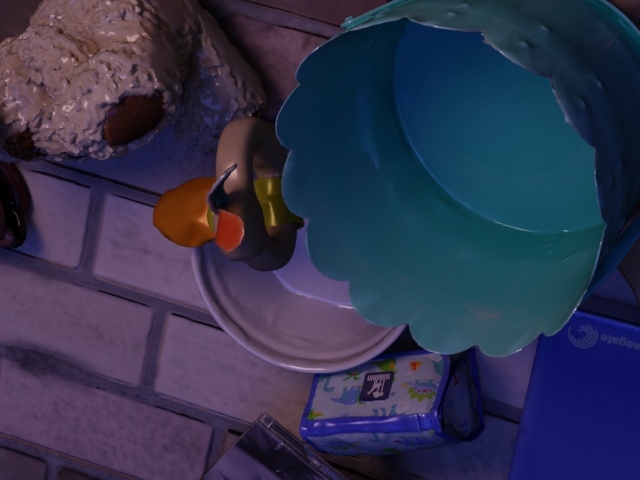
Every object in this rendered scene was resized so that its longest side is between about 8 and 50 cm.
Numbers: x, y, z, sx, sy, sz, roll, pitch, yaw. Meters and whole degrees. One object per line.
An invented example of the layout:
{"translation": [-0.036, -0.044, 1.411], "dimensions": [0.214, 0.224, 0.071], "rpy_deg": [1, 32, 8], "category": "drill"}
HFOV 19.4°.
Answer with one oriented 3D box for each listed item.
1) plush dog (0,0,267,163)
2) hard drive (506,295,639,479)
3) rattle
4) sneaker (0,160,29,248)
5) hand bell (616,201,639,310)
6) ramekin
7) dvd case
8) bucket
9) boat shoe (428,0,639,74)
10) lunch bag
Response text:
{"translation": [-0.207, -0.141, 1.577], "dimensions": [0.225, 0.262, 0.210], "rpy_deg": [-29, 82, 23], "category": "plush dog"}
{"translation": [0.273, 0.216, 1.662], "dimensions": [0.210, 0.040, 0.318], "rpy_deg": [15, 113, 12], "category": "hard drive"}
{"translation": [-0.098, -0.026, 1.475], "dimensions": [0.143, 0.199, 0.130], "rpy_deg": [7, 111, 14], "category": "rattle"}
{"translation": [-0.360, 0.010, 1.745], "dimensions": [0.162, 0.106, 0.281], "rpy_deg": [18, 113, 6], "category": "sneaker"}
{"translation": [0.230, -0.043, 1.559], "dimensions": [0.242, 0.126, 0.126], "rpy_deg": [45, 116, 10], "category": "hand bell"}
{"translation": [0.000, 0.000, 1.627], "dimensions": [0.207, 0.109, 0.207], "rpy_deg": [6, 112, 14], "category": "ramekin"}
{"translation": [-0.022, 0.243, 1.707], "dimensions": [0.164, 0.018, 0.221], "rpy_deg": [39, 152, 0], "category": "dvd case"}
{"translation": [0.124, -0.072, 1.429], "dimensions": [0.281, 0.183, 0.281], "rpy_deg": [15, 124, 23], "category": "bucket"}
{"translation": [0.223, -0.206, 1.488], "dimensions": [0.302, 0.113, 0.103], "rpy_deg": [-20, 104, 33], "category": "boat shoe"}
{"translation": [0.063, 0.145, 1.635], "dimensions": [0.129, 0.151, 0.096], "rpy_deg": [-7, 97, 20], "category": "lunch bag"}
